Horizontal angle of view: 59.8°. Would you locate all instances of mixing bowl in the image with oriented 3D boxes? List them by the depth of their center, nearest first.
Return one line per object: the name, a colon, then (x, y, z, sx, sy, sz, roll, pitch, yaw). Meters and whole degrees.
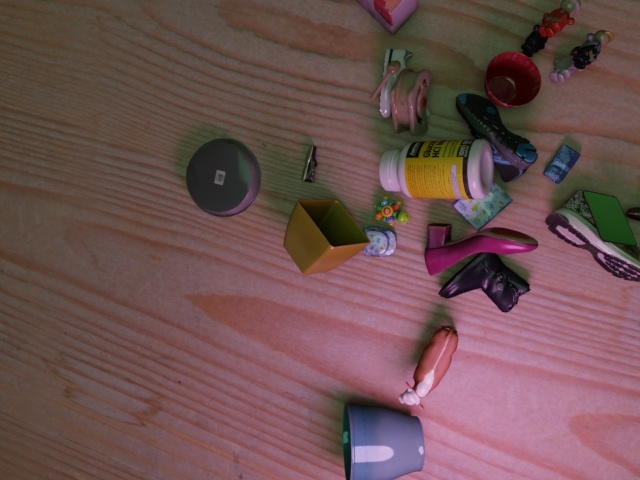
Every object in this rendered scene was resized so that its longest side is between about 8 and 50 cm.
mixing bowl: (0.601, -0.501, 1.790, 0.182, 0.098, 0.181, 1, 82, -5)

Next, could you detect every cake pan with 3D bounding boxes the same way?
cake pan: (-0.364, -0.229, 2.038, 0.293, 0.054, 0.293, 1, 95, 11)

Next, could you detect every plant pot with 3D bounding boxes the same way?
plant pot: (0.000, 0.000, 1.895, 0.212, 0.212, 0.187, 53, 125, 24)
plant pot: (0.215, 0.696, 1.908, 0.255, 0.271, 0.271, 0, 95, -3)

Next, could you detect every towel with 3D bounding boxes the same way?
towel: (0.790, -0.250, 1.821, 0.067, 0.029, 0.119, 34, 100, 6)

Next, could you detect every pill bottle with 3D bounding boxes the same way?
pill bottle: (0.369, -0.228, 1.792, 0.334, 0.188, 0.187, 4, 96, 32)

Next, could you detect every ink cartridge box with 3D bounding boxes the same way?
ink cartridge box: (0.164, -0.839, 1.796, 0.131, 0.226, 0.306, -45, 86, 11)

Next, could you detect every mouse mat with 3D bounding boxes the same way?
mouse mat: (0.893, -0.069, 1.718, 0.153, 0.007, 0.189, 8, 56, -21)

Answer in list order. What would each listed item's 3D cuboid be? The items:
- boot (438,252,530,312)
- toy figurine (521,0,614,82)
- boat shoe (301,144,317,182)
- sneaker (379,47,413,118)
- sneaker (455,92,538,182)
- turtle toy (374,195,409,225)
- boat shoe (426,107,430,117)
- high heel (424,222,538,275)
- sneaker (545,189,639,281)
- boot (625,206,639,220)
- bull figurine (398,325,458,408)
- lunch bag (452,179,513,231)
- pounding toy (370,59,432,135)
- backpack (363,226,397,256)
boot: (0.551, 0.168, 1.869, 0.246, 0.094, 0.207, -42, 82, 5)
toy figurine: (0.756, -0.616, 1.710, 0.209, 0.213, 0.148, 42, 85, 2)
boat shoe: (-0.034, -0.272, 1.977, 0.042, 0.049, 0.132, 11, 90, -18)
sneaker: (0.251, -0.529, 1.880, 0.095, 0.090, 0.235, 8, 98, 1)
sneaker: (0.542, -0.337, 1.811, 0.125, 0.139, 0.340, -22, 66, -27)
turtle toy: (0.246, -0.097, 1.922, 0.130, 0.066, 0.095, 22, 98, 9)
boat shoe: (0.340, -0.462, 1.893, 0.035, 0.035, 0.100, -31, 84, -15)
high heel: (0.513, 0.049, 1.802, 0.377, 0.127, 0.181, 10, 108, 43)
sneaker: (0.937, -0.019, 1.765, 0.410, 0.158, 0.182, 36, 83, 1)
boot: (1.074, -0.111, 1.755, 0.219, 0.082, 0.106, 6, 86, -3)
bull figurine: (0.373, 0.421, 1.877, 0.101, 0.188, 0.310, 31, 100, 8)
lunch bag: (0.534, -0.125, 1.848, 0.151, 0.096, 0.129, -44, 86, 2)
pounding toy: (0.268, -0.479, 1.825, 0.155, 0.154, 0.269, 17, 138, 32)
backpack: (0.206, 0.007, 1.930, 0.114, 0.084, 0.104, 4, 98, 8)
